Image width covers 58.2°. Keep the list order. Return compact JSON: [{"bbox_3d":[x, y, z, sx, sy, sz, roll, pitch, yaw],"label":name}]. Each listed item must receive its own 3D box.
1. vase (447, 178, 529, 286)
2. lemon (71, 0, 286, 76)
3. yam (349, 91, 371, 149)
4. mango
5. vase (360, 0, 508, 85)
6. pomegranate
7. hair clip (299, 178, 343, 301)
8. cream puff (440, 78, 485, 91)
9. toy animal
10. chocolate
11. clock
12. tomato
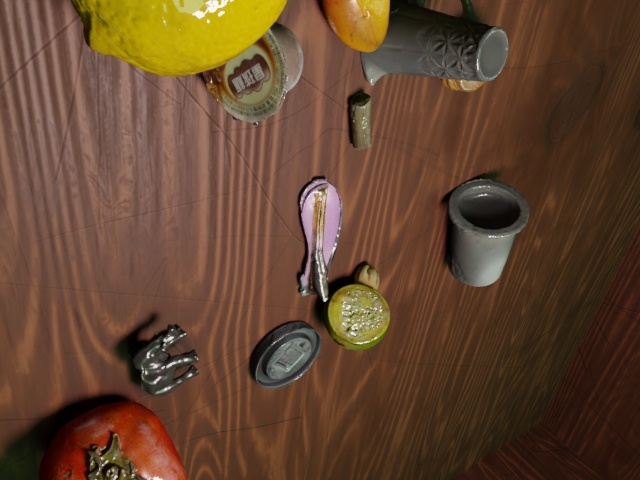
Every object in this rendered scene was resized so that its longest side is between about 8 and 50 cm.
[{"bbox_3d":[0.504,-0.012,1.808,0.245,0.245,0.291,-30,145,-19],"label":"vase"},{"bbox_3d":[-0.201,-0.403,0.824,0.336,0.336,0.336,-23,133,-26],"label":"lemon"},{"bbox_3d":[0.096,-0.279,1.361,0.054,0.054,0.132,-27,136,-22],"label":"yam"},{"bbox_3d":[0.073,-0.474,1.151,0.141,0.102,0.217,-48,137,-15],"label":"mango"},{"bbox_3d":[0.243,-0.422,1.206,0.156,0.300,0.251,9,106,-44],"label":"vase"},{"bbox_3d":[0.094,0.199,1.671,0.189,0.241,0.159,-9,166,-9],"label":"pomegranate"},{"bbox_3d":[0.002,-0.001,1.498,0.110,0.096,0.359,2,117,-1],"label":"hair clip"},{"bbox_3d":[0.360,-0.443,1.411,0.165,0.115,0.150,-24,128,-12],"label":"cream puff"},{"bbox_3d":[-0.366,0.290,1.360,0.146,0.114,0.245,-24,134,-26],"label":"toy animal"},{"bbox_3d":[-0.113,-0.340,1.071,0.147,0.221,0.221,-47,149,-48],"label":"chocolate"},{"bbox_3d":[-0.101,0.333,1.675,0.226,0.049,0.226,-24,134,-27],"label":"clock"},{"bbox_3d":[-0.467,0.541,1.324,0.293,0.325,0.290,-35,166,-28],"label":"tomato"}]
